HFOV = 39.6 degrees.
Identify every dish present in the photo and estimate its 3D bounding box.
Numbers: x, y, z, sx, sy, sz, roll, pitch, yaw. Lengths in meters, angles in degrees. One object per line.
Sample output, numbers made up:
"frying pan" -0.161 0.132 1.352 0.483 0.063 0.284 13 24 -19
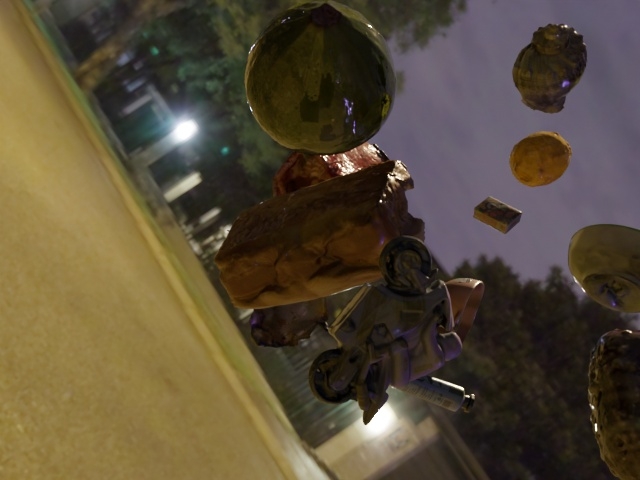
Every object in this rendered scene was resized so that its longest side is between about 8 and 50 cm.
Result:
"dish" 0.316 0.177 2.167 0.090 0.213 0.213 24 -15 21
"dish" 0.791 0.104 2.331 0.324 0.124 0.324 25 -25 13

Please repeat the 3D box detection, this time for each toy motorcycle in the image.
"toy motorcycle" 0.094 0.116 1.063 0.152 0.225 0.073 32 -4 -12

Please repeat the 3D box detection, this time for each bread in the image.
"bread" 0.002 0.006 1.404 0.148 0.344 0.195 57 34 -26

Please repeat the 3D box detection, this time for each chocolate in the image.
"chocolate" 0.601 0.304 1.637 0.225 0.210 0.340 75 16 -60

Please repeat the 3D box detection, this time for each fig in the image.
"fig" 0.004 -0.318 1.665 0.316 0.316 0.316 56 -2 3

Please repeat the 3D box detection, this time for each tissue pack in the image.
"tissue pack" 0.372 -0.053 1.871 0.083 0.063 0.035 32 -44 28

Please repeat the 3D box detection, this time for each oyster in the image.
"oyster" -0.104 0.105 2.356 0.096 0.221 0.361 -14 -98 63

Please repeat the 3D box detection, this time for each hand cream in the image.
"hand cream" 0.219 0.328 2.024 0.271 0.058 0.091 19 -29 -3

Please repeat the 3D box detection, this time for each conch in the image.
"conch" 0.458 -0.342 1.792 0.207 0.155 0.130 81 0 -47

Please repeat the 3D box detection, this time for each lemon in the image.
"lemon" 0.469 -0.174 1.884 0.114 0.155 0.114 40 -37 39

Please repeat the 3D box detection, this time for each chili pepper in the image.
"chili pepper" 0.033 -0.123 2.069 0.305 0.229 0.251 -28 112 -68
